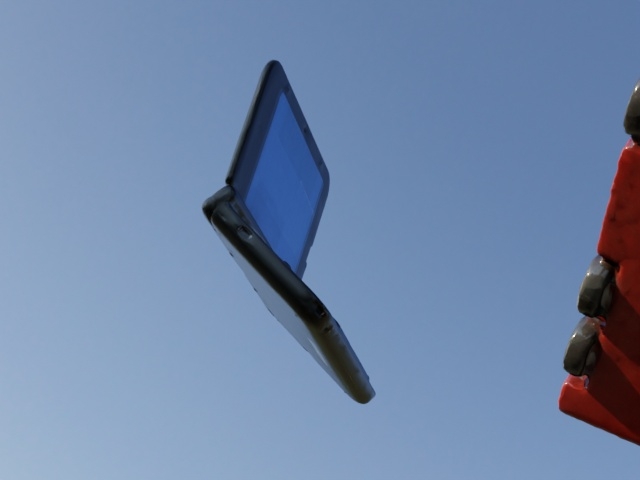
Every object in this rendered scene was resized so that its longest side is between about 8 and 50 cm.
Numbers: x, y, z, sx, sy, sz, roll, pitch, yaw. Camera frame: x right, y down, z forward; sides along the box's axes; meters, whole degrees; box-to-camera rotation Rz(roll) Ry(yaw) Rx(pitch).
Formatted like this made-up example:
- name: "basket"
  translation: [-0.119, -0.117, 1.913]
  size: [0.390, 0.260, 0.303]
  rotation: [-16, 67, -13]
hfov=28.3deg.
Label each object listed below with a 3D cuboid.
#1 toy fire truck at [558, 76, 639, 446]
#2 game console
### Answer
- name: "toy fire truck"
  translation: [0.128, -0.002, 0.419]
  size: [0.047, 0.135, 0.192]
  rotation: [21, -52, 22]
- name: "game console"
  translation: [0.000, 0.000, 0.562]
  size: [0.107, 0.071, 0.122]
  rotation: [45, -8, 26]
